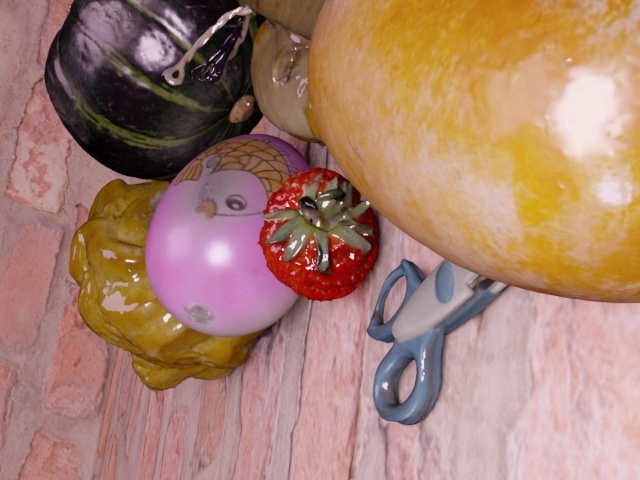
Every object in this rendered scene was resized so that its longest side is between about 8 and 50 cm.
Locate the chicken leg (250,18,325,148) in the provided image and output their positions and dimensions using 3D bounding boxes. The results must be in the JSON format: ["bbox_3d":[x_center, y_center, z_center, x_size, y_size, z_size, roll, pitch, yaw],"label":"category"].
[{"bbox_3d":[0.038,-0.135,0.839,0.429,0.152,0.202,-128,42,-57],"label":"chicken leg"}]

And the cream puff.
[{"bbox_3d":[-0.215,0.063,1.192,0.270,0.274,0.323,-54,27,35],"label":"cream puff"}]

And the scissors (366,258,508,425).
[{"bbox_3d":[0.103,0.037,0.652,0.289,0.041,0.138,125,148,-52],"label":"scissors"}]

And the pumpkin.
[{"bbox_3d":[-0.175,-0.227,1.068,0.323,0.241,0.323,-45,-6,-6],"label":"pumpkin"}]

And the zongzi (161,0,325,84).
[{"bbox_3d":[0.047,-0.333,0.645,0.447,0.181,0.418,110,-174,-60],"label":"zongzi"}]

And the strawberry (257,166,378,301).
[{"bbox_3d":[-0.005,-0.003,0.864,0.148,0.131,0.131,157,125,-68],"label":"strawberry"}]

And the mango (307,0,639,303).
[{"bbox_3d":[0.108,-0.091,0.470,0.221,0.199,0.384,-30,20,-1],"label":"mango"}]

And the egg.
[{"bbox_3d":[-0.095,-0.013,1.006,0.271,0.196,0.196,-85,18,-54],"label":"egg"}]
